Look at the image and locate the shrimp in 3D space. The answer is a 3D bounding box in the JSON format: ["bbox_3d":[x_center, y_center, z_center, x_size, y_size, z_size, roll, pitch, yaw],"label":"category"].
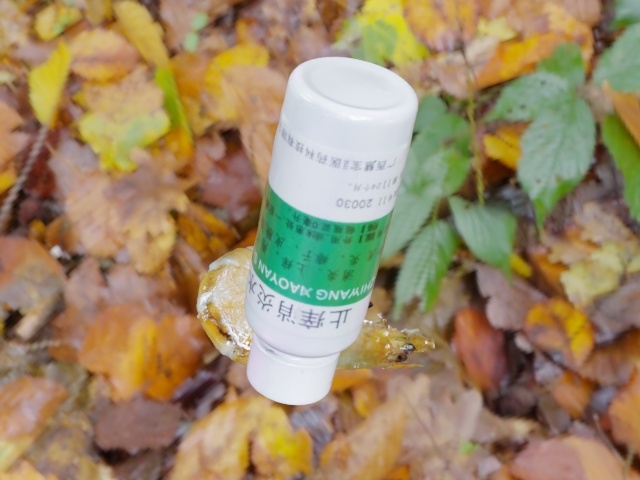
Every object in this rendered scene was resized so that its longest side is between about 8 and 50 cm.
[{"bbox_3d":[-0.004,0.078,1.495,0.287,0.063,0.152,7,56,-28],"label":"shrimp"}]

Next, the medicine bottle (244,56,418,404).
[{"bbox_3d":[0.000,0.000,0.977,0.095,0.260,0.095,8,34,-5],"label":"medicine bottle"}]
